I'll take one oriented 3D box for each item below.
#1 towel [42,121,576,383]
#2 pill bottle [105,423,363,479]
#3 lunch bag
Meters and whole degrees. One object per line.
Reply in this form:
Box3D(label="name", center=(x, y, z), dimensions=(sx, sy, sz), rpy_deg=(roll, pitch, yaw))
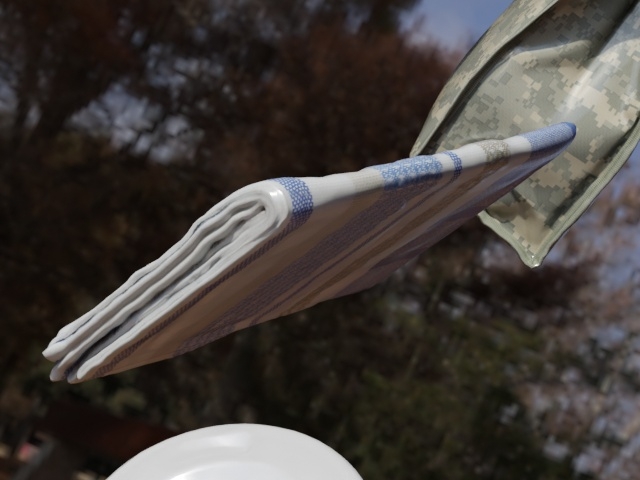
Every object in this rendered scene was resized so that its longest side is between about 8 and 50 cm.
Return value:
Box3D(label="towel", center=(0.000, 0.000, 0.931), dimensions=(0.209, 0.034, 0.285), rpy_deg=(-36, -13, 39))
Box3D(label="pill bottle", center=(-0.021, 0.210, 0.742), dimensions=(0.136, 0.136, 0.246), rpy_deg=(17, -40, 30))
Box3D(label="lunch bag", center=(0.222, -0.149, 1.388), dimensions=(0.169, 0.287, 0.235), rpy_deg=(37, 16, -2))
